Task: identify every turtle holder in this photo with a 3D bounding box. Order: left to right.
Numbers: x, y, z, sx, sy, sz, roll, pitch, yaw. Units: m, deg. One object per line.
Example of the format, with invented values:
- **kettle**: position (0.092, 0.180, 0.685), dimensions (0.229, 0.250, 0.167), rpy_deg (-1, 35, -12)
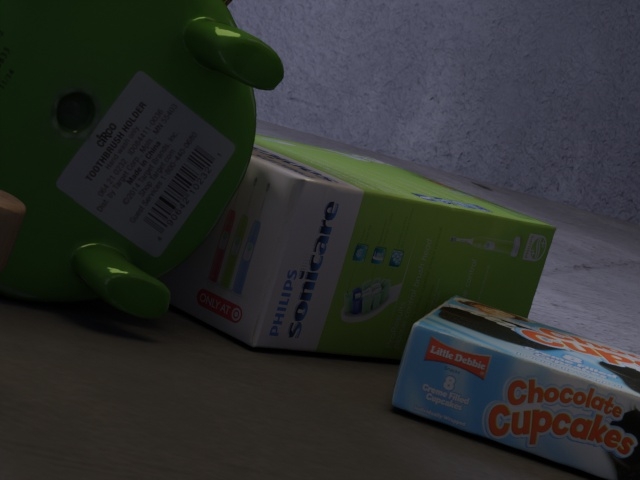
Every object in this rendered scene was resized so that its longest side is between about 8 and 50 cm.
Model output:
- **turtle holder**: position (-0.208, -0.097, 1.027), dimensions (0.320, 0.243, 0.227), rpy_deg (3, 14, -30)

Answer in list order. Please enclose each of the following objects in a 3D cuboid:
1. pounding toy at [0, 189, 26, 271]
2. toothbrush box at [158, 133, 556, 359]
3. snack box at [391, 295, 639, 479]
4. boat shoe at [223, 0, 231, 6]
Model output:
- **pounding toy**: position (-0.242, 0.002, 0.742), dimensions (0.206, 0.094, 0.181), rpy_deg (15, 8, -17)
- **toothbrush box**: position (0.000, 0.000, 1.226), dimensions (0.206, 0.122, 0.283), rpy_deg (23, 9, 42)
- **snack box**: position (0.217, 0.117, 1.067), dimensions (0.321, 0.060, 0.187), rpy_deg (18, 7, 10)
- **boat shoe**: position (-0.154, -0.133, 1.240), dimensions (0.104, 0.307, 0.111), rpy_deg (46, 15, -35)
